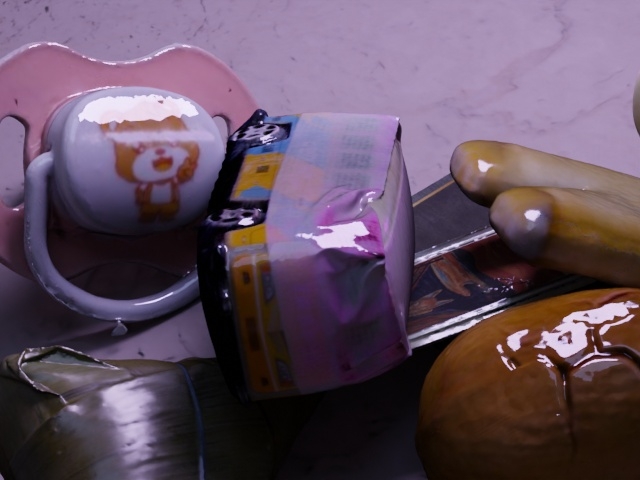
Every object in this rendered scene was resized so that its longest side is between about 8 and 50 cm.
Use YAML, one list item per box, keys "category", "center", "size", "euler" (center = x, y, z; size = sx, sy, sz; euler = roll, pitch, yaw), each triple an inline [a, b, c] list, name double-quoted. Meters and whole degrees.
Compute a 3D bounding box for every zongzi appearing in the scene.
- category: "zongzi"
  center: [-0.078, 0.233, 1.576]
  size: [0.361, 0.160, 0.323]
  euler: [-3, 56, -35]

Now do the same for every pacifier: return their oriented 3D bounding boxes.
- category: "pacifier"
  center: [-0.209, -0.076, 1.825]
  size: [0.332, 0.220, 0.273]
  euler: [-3, 38, -28]

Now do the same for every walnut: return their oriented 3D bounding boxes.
- category: "walnut"
  center: [0.223, 0.134, 1.552]
  size: [0.298, 0.203, 0.203]
  euler: [-24, 45, 0]

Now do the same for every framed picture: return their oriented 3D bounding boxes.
- category: "framed picture"
  center: [0.097, 0.048, 1.700]
  size: [0.273, 0.016, 0.216]
  euler: [-21, 18, -6]

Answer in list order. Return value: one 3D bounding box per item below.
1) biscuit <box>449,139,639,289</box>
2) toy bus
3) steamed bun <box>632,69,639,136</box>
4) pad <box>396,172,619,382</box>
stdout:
- category: "biscuit"
  center: [0.272, -0.013, 1.678]
  size: [0.291, 0.062, 0.237]
  euler: [15, 18, -16]
- category: "toy bus"
  center: [0.000, 0.000, 1.642]
  size: [0.162, 0.171, 0.386]
  euler: [-11, 20, 8]
- category: "steamed bun"
  center: [0.420, -0.103, 1.774]
  size: [0.250, 0.154, 0.200]
  euler: [9, 27, -46]
- category: "pad"
  center: [0.180, 0.043, 1.754]
  size: [0.315, 0.063, 0.375]
  euler: [-32, 48, -23]
